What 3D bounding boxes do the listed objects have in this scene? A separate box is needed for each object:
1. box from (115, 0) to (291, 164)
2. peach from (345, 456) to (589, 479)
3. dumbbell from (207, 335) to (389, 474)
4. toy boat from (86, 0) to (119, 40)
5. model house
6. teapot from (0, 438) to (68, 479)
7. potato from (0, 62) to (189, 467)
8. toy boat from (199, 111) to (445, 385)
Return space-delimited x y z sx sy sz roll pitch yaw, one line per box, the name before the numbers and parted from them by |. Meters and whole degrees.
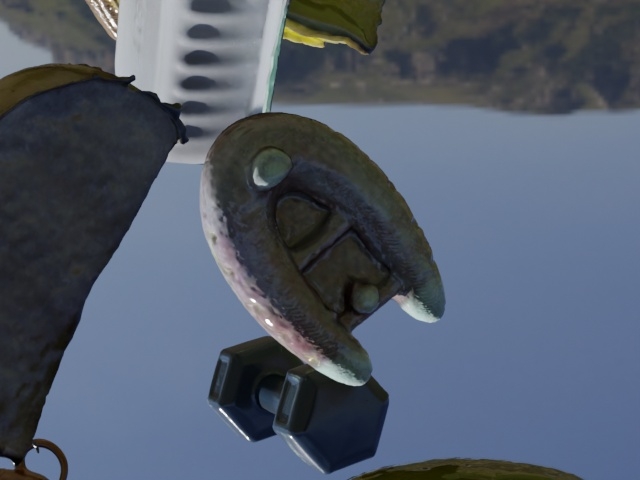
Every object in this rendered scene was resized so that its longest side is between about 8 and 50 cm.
box | -0.133 -0.211 1.403 0.106 0.336 0.264 -9 -135 -22
peach | 0.088 0.283 0.924 0.314 0.281 0.316 12 158 -38
dumbbell | -0.036 0.222 1.958 0.143 0.156 0.316 -47 -160 -17
toy boat | -0.261 -0.334 1.932 0.115 0.089 0.310 -10 158 6
model house | -0.049 -0.311 1.668 0.193 0.174 0.234 12 174 -29
teapot | -0.354 0.301 1.596 0.116 0.173 0.116 29 164 9
potato | -0.197 -0.003 0.854 0.098 0.243 0.138 14 166 45
toy boat | 0.000 0.000 1.102 0.155 0.227 0.085 -39 -171 -9
